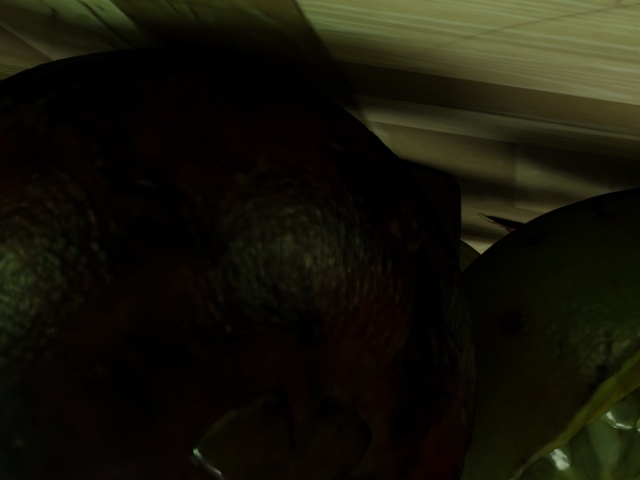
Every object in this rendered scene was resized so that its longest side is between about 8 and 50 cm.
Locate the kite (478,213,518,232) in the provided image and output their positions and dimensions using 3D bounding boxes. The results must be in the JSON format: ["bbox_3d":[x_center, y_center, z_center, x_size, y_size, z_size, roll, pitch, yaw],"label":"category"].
[{"bbox_3d":[0.209,-0.001,1.337,0.222,0.008,0.125,12,179,-20],"label":"kite"}]

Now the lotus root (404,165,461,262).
[{"bbox_3d":[0.000,0.000,1.011,0.234,0.119,0.138,13,176,-23],"label":"lotus root"}]

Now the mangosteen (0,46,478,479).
[{"bbox_3d":[-0.094,0.052,0.728,0.306,0.306,0.359,12,-169,-34],"label":"mangosteen"}]

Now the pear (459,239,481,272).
[{"bbox_3d":[0.076,0.127,1.452,0.283,0.284,0.283,10,177,1],"label":"pear"}]

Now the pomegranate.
[{"bbox_3d":[0.179,0.114,0.877,0.309,0.358,0.216,5,-138,-23],"label":"pomegranate"}]
